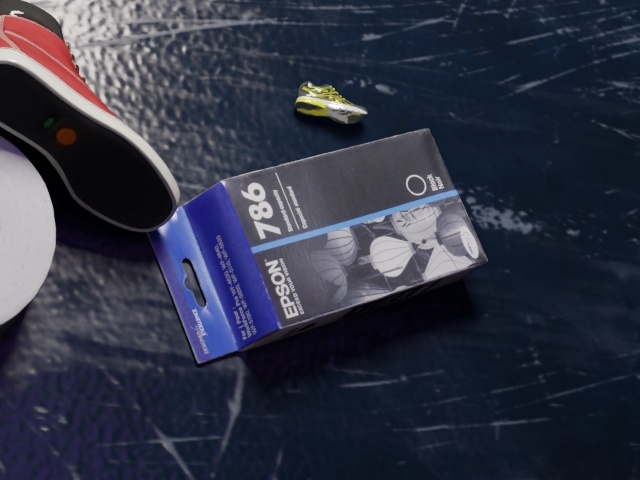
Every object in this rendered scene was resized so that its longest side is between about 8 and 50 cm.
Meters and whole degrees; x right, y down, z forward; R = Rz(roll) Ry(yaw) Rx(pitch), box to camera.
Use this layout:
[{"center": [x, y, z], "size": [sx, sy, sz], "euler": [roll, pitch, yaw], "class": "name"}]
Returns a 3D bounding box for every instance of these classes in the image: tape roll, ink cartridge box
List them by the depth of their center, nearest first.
[{"center": [-0.353, -0.004, 1.271], "size": [0.219, 0.072, 0.219], "euler": [10, 65, -22], "class": "tape roll"}, {"center": [0.000, 0.000, 1.443], "size": [0.332, 0.065, 0.165], "euler": [-18, 79, -29], "class": "ink cartridge box"}]

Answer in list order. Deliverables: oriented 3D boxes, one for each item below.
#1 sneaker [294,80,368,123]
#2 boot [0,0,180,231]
[{"center": [0.013, -0.151, 1.527], "size": [0.083, 0.031, 0.035], "euler": [12, 65, -21], "class": "sneaker"}, {"center": [-0.230, -0.128, 1.371], "size": [0.244, 0.088, 0.176], "euler": [44, 18, -28], "class": "boot"}]
